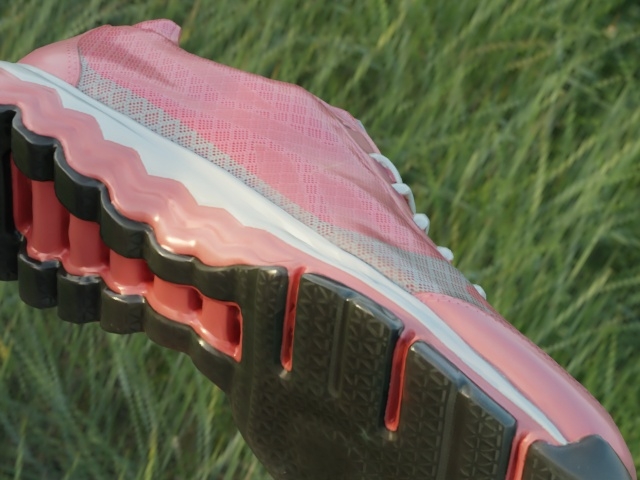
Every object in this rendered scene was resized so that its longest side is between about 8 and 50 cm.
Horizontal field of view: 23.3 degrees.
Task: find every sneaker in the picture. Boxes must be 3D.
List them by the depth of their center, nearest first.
[{"bbox_3d":[0.000,-0.001,0.587,0.314,0.116,0.136,34,49,20],"label":"sneaker"}]
